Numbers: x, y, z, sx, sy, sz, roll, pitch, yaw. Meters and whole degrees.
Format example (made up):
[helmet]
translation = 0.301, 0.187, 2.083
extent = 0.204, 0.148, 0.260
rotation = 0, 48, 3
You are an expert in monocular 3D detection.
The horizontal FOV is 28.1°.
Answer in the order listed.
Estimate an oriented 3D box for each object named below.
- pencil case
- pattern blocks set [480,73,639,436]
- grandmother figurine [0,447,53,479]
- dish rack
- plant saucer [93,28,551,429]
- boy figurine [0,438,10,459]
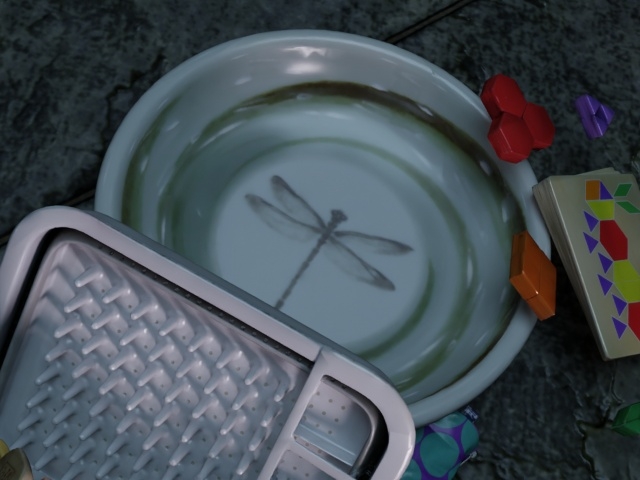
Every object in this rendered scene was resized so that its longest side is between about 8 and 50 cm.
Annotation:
[pencil case]
translation = 0.077, 0.205, 1.068
extent = 0.070, 0.064, 0.151
rotation = 35, 63, 0
[pattern blocks set]
translation = 0.261, 0.016, 1.150
extent = 0.285, 0.026, 0.325
rotation = 6, 65, -40
[grandmother figurine]
translation = -0.109, 0.286, 0.912
extent = 0.342, 0.104, 0.208
rotation = 43, 81, -20
[dish rack]
translation = -0.110, 0.141, 0.982
extent = 0.333, 0.285, 0.072
rotation = 29, 27, 5
[plant saucer]
translation = 0.000, 0.000, 1.141
extent = 0.400, 0.100, 0.400
rotation = 4, 62, -7
[boy figurine]
translation = -0.234, 0.262, 0.951
extent = 0.177, 0.092, 0.285
rotation = -13, 78, -16
